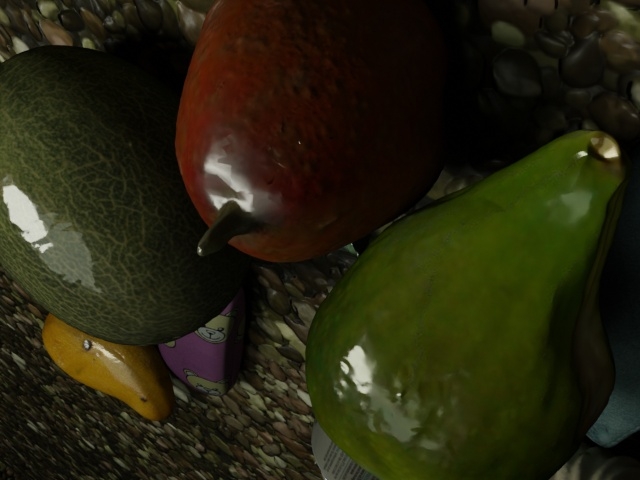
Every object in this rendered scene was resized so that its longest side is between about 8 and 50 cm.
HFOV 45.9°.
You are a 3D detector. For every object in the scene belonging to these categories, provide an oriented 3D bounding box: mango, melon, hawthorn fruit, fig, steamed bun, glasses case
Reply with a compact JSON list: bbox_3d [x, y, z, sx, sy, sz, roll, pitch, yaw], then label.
[{"bbox_3d":[-0.337,0.190,1.235,0.262,0.109,0.157,32,135,6],"label":"mango"},{"bbox_3d":[-0.201,-0.043,0.728,0.301,0.237,0.237,52,145,-14],"label":"melon"},{"bbox_3d":[-0.015,-0.072,0.499,0.200,0.251,0.199,14,132,16],"label":"hawthorn fruit"},{"bbox_3d":[0.110,0.036,0.499,0.206,0.206,0.275,31,125,16],"label":"fig"},{"bbox_3d":[0.248,0.246,0.707,0.183,0.106,0.183,27,161,10],"label":"steamed bun"},{"bbox_3d":[-0.160,0.108,0.992,0.123,0.076,0.316,31,145,15],"label":"glasses case"}]

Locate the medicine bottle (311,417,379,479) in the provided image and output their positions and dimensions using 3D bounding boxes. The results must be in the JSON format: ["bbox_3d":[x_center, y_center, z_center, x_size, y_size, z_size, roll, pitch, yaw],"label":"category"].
[{"bbox_3d":[0.060,0.212,0.839,0.135,0.135,0.215,32,145,13],"label":"medicine bottle"}]

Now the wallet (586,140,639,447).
[{"bbox_3d":[0.243,0.039,0.546,0.191,0.046,0.379,38,146,5],"label":"wallet"}]

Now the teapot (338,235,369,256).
[{"bbox_3d":[0.000,0.000,0.750,0.111,0.043,0.042,0,129,40],"label":"teapot"}]
